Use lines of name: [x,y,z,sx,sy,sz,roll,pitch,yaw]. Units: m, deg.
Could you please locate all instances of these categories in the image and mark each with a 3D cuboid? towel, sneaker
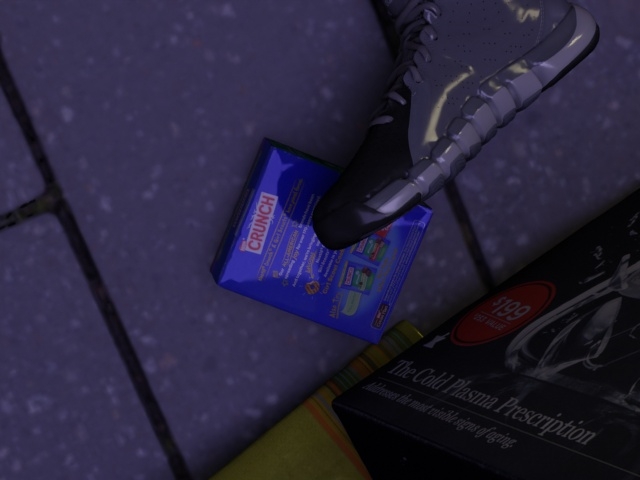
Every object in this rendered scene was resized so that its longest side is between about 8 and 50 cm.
towel: [-0.004,0.156,1.102,0.237,0.021,0.102,-38,84,-16]
sneaker: [0.048,-0.102,1.056,0.229,0.086,0.132,-41,95,-28]

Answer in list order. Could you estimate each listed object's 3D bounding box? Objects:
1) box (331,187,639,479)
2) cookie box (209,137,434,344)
box: [0.230,0.099,0.979,0.312,0.343,0.179,-33,107,-18]
cookie box: [0.000,0.000,1.100,0.107,0.040,0.091,22,95,-15]
